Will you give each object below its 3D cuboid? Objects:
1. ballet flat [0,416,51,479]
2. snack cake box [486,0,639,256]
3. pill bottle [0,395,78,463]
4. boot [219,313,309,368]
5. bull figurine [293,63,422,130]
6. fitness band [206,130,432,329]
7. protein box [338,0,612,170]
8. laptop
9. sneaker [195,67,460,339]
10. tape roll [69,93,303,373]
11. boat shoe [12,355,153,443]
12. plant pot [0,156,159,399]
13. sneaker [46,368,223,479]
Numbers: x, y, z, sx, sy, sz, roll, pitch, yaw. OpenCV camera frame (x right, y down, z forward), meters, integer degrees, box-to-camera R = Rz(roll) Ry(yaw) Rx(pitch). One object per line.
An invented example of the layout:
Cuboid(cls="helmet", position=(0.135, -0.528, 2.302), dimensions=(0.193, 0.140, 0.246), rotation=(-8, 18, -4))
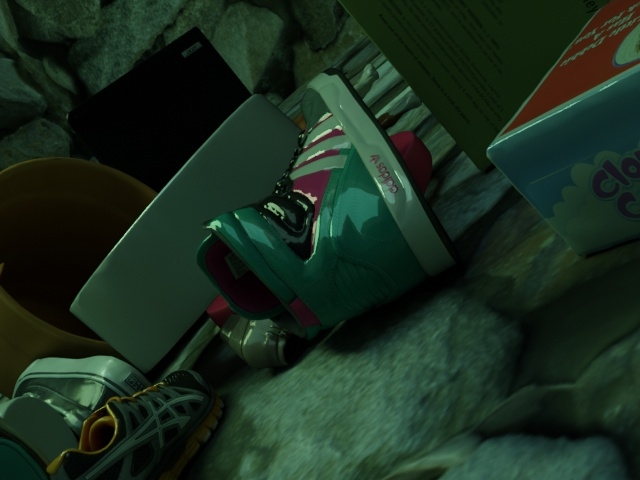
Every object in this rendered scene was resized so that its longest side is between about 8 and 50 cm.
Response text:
Cuboid(cls="ballet flat", position=(-0.266, 0.159, 0.842), dimensions=(0.086, 0.248, 0.086), rotation=(-42, 4, 4))
Cuboid(cls="snack cake box", position=(0.224, -0.099, 0.539), dimensions=(0.152, 0.089, 0.264), rotation=(-51, 13, -32))
Cuboid(cls="pill bottle", position=(-0.367, 0.250, 0.978), dimensions=(0.301, 0.169, 0.169), rotation=(-24, 15, 15))
Cuboid(cls="boot", position=(-0.032, 0.054, 0.910), dimensions=(0.087, 0.042, 0.118), rotation=(9, 66, 43))
Cuboid(cls="bull figurine", position=(0.001, -0.121, 1.388), dimensions=(0.188, 0.101, 0.310), rotation=(-43, 10, -15))
Cuboid(cls="fitness band", position=(0.000, 0.000, 1.060), dimensions=(0.291, 0.054, 0.209), rotation=(-33, 17, 45))
Cuboid(cls="protein box", position=(0.155, -0.209, 0.916), dimensions=(0.201, 0.200, 0.136), rotation=(-37, 12, 21))
Cuboid(cls="laptop", position=(-0.192, -0.111, 1.519), dimensions=(0.234, 0.136, 0.264), rotation=(-39, -34, -23))
Cuboid(cls="sneaker", position=(-0.015, -0.022, 0.869), dimensions=(0.178, 0.124, 0.295), rotation=(-32, 29, 4))
Cuboid(cls="tape roll", position=(-0.116, -0.008, 1.074), dimensions=(0.286, 0.100, 0.286), rotation=(-49, 3, 4))
Cuboid(cls="boat shoe", position=(-0.271, 0.192, 1.131), dimensions=(0.102, 0.108, 0.301), rotation=(-47, 19, -32))
Cuboid(cls="plant pot", position=(-0.308, 0.070, 1.334), dimensions=(0.203, 0.290, 0.291), rotation=(-54, 1, 39))
Cuboid(cls="sneaker", position=(-0.143, 0.153, 0.863), dimensions=(0.084, 0.083, 0.215), rotation=(-39, 9, 21))
